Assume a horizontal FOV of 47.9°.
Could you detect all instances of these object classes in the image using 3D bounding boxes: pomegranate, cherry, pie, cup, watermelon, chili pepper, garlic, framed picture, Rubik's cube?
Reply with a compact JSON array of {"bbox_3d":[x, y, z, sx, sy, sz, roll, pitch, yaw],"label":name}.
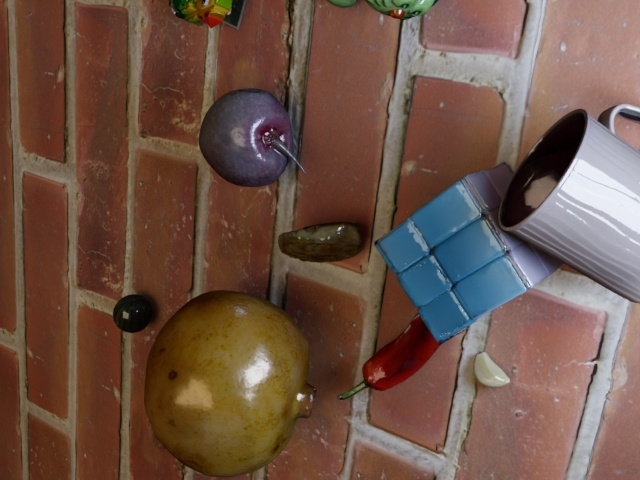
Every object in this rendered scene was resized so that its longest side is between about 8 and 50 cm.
[{"bbox_3d":[-0.192,0.319,1.627,0.416,0.416,0.417,9,107,32],"label":"pomegranate"},{"bbox_3d":[-0.159,-0.224,1.581,0.266,0.183,0.213,4,101,30],"label":"cherry"},{"bbox_3d":[0.000,0.000,1.555,0.193,0.163,0.079,-9,77,29],"label":"pie"},{"bbox_3d":[0.462,-0.073,1.173,0.273,0.288,0.208,32,143,-7],"label":"cup"},{"bbox_3d":[-0.516,0.209,1.985,0.105,0.105,0.133,37,140,21],"label":"watermelon"},{"bbox_3d":[0.168,0.227,1.514,0.368,0.137,0.092,-57,40,39],"label":"chili pepper"},{"bbox_3d":[0.340,0.268,1.467,0.053,0.041,0.083,-47,68,28],"label":"garlic"},{"bbox_3d":[-0.199,-0.533,1.636,0.066,0.006,0.089,31,118,23],"label":"framed picture"},{"bbox_3d":[0.280,0.020,1.330,0.231,0.221,0.225,-38,80,34],"label":"Rubik's cube"}]

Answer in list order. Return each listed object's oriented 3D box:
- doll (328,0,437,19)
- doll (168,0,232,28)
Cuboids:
[{"bbox_3d":[0.109,-0.512,1.326,0.322,0.198,0.186,26,103,36],"label":"doll"},{"bbox_3d":[-0.260,-0.546,1.606,0.186,0.106,0.134,36,107,43],"label":"doll"}]
